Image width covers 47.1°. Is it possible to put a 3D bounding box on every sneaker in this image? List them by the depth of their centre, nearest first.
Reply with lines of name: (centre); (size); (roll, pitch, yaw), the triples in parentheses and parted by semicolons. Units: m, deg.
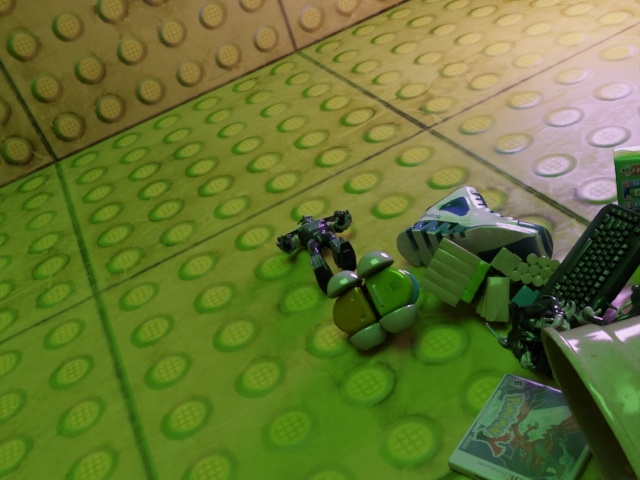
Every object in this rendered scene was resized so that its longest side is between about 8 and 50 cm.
sneaker: (0.330, -0.038, 1.539); (0.316, 0.127, 0.182); (3, 42, 34)

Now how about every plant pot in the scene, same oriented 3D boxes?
plant pot: (0.488, 0.196, 0.900); (0.306, 0.333, 0.333); (-26, 33, 6)

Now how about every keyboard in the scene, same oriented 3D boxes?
keyboard: (0.463, 0.095, 1.231); (0.317, 0.033, 0.201); (-56, 39, 3)

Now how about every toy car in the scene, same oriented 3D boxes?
toy car: (0.115, 0.116, 1.429); (0.182, 0.159, 0.136); (-36, -20, 30)

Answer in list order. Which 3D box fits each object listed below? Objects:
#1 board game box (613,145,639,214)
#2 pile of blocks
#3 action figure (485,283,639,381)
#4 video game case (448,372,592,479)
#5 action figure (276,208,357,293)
board game box: (0.707, -0.083, 1.328); (0.318, 0.213, 0.046); (-3, 37, 24)
pile of blocks: (0.375, 0.083, 1.391); (0.362, 0.148, 0.113); (5, -3, 19)
action figure: (0.386, 0.155, 1.120); (0.276, 0.164, 0.141); (-16, 34, 32)
video game case: (0.327, 0.307, 1.145); (0.184, 0.023, 0.201); (13, 46, 40)
action figure: (0.000, 0.000, 1.690); (0.185, 0.099, 0.285); (-32, 30, -1)
